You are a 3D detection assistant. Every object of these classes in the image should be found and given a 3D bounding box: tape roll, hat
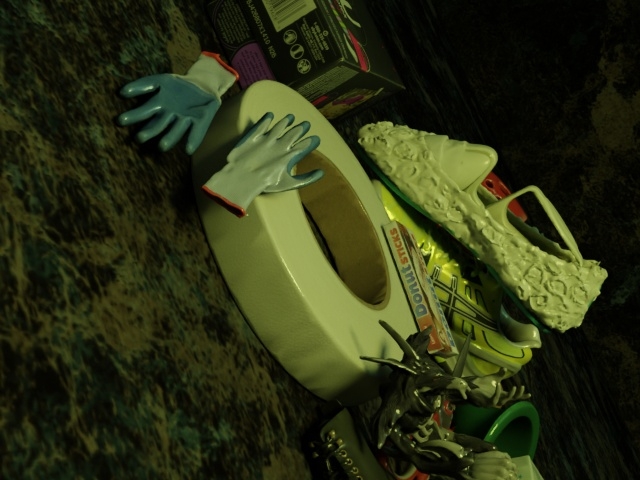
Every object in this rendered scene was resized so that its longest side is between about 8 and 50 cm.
[{"bbox_3d":[0.000,0.000,0.972,0.392,0.072,0.392,48,25,-32],"label":"tape roll"},{"bbox_3d":[0.178,0.257,1.143,0.173,0.183,0.208,9,100,-51],"label":"hat"}]

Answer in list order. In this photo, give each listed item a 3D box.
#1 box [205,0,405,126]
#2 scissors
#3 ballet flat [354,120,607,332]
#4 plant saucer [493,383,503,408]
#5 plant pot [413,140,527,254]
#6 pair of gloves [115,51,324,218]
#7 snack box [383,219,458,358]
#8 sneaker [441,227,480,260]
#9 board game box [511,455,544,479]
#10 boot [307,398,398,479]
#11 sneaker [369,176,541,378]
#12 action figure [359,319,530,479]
[{"bbox_3d":[-0.010,-0.264,1.157,0.165,0.143,0.270,66,21,6],"label":"box"},{"bbox_3d":[0.150,0.224,1.014,0.109,0.021,0.297,56,39,-4],"label":"scissors"},{"bbox_3d":[0.235,-0.050,1.174,0.409,0.147,0.147,44,20,6],"label":"ballet flat"},{"bbox_3d":[0.297,0.251,1.444,0.083,0.015,0.083,49,25,-33],"label":"plant saucer"},{"bbox_3d":[0.213,-0.053,1.379,0.174,0.191,0.191,55,21,3],"label":"plant pot"},{"bbox_3d":[-0.090,-0.105,0.805,0.198,0.023,0.159,36,48,4],"label":"pair of gloves"},{"bbox_3d":[0.127,0.062,1.065,0.064,0.022,0.178,27,41,-60],"label":"snack box"},{"bbox_3d":[0.260,-0.016,1.553,0.276,0.097,0.135,45,26,-43],"label":"sneaker"},{"bbox_3d":[0.245,0.435,0.943,0.224,0.097,0.303,53,28,-39],"label":"board game box"},{"bbox_3d":[0.022,0.234,0.763,0.137,0.077,0.198,59,8,0],"label":"boot"},{"bbox_3d":[0.188,0.051,1.244,0.385,0.147,0.145,53,25,-21],"label":"sneaker"},{"bbox_3d":[0.142,0.194,0.852,0.276,0.141,0.164,63,35,-32],"label":"action figure"}]
